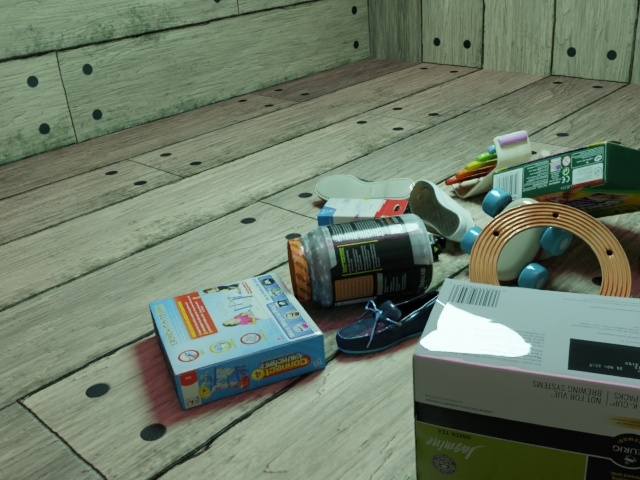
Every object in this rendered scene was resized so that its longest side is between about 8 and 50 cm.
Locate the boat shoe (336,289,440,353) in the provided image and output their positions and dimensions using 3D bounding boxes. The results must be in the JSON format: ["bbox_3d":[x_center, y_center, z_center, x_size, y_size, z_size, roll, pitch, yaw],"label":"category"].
[{"bbox_3d":[0.147,0.164,1.503,0.258,0.089,0.109,-18,28,-25],"label":"boat shoe"}]

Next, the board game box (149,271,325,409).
[{"bbox_3d":[-0.185,0.200,1.490,0.302,0.086,0.308,-14,27,-17],"label":"board game box"}]

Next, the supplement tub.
[{"bbox_3d":[0.088,0.050,1.635,0.316,0.193,0.193,-8,25,-8],"label":"supplement tub"}]

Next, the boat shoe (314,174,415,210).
[{"bbox_3d":[0.145,-0.135,2.161,0.335,0.095,0.112,4,62,26],"label":"boat shoe"}]

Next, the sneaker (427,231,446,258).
[{"bbox_3d":[0.272,0.022,1.812,0.075,0.063,0.170,6,22,36],"label":"sneaker"}]

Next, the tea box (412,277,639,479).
[{"bbox_3d":[0.318,0.256,1.003,0.329,0.323,0.220,6,28,20],"label":"tea box"}]

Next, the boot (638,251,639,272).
[{"bbox_3d":[0.864,0.021,1.679,0.152,0.197,0.073,27,6,-27],"label":"boot"}]

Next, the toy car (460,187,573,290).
[{"bbox_3d":[0.515,0.009,1.721,0.238,0.210,0.219,10,21,-49],"label":"toy car"}]

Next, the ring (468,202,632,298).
[{"bbox_3d":[0.490,0.072,1.503,0.337,0.032,0.336,-3,64,6],"label":"ring"}]

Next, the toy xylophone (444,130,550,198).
[{"bbox_3d":[0.537,-0.221,2.113,0.236,0.081,0.323,-12,-16,-28],"label":"toy xylophone"}]

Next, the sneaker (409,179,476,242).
[{"bbox_3d":[0.347,-0.069,1.953,0.123,0.106,0.290,23,21,-31],"label":"sneaker"}]

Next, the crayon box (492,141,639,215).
[{"bbox_3d":[0.670,-0.134,1.745,0.313,0.106,0.363,9,-10,-27],"label":"crayon box"}]

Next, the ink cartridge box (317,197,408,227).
[{"bbox_3d":[0.121,-0.058,1.926,0.231,0.078,0.134,2,25,17],"label":"ink cartridge box"}]
